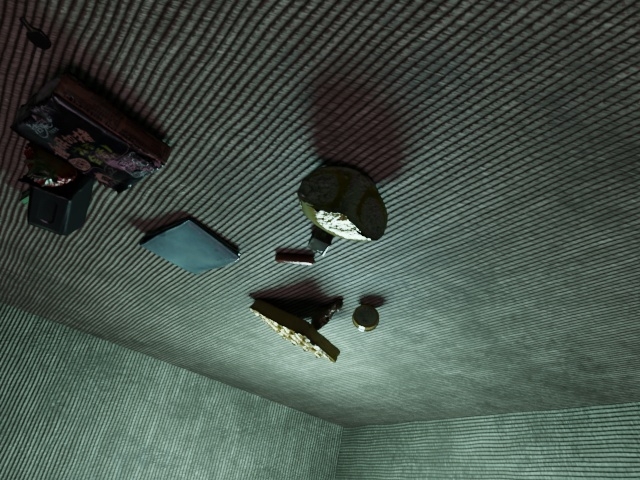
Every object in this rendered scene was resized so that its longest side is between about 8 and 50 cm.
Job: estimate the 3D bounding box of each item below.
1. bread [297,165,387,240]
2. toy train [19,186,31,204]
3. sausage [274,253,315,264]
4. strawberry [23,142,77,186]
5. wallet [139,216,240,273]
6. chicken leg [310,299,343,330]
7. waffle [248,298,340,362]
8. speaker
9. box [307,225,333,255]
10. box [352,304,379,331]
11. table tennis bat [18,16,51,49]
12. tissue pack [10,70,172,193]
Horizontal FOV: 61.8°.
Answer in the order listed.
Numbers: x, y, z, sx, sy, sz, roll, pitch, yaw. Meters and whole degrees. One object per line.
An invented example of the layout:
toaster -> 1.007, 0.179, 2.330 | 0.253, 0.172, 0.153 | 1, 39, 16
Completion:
bread -> 0.047, -0.098, 1.406 | 0.156, 0.158, 0.260 | -3, 149, 44
toy train -> -0.981, -0.147, 1.816 | 0.093, 0.038, 0.056 | -15, 146, 38
sausage -> -0.088, 0.065, 1.835 | 0.147, 0.030, 0.035 | 3, 149, 17
strawberry -> -0.728, -0.211, 1.429 | 0.085, 0.192, 0.140 | -38, 161, 23
wallet -> -0.464, 0.028, 1.896 | 0.290, 0.054, 0.251 | -17, 140, 38
chicken leg -> 0.025, 0.287, 2.129 | 0.069, 0.085, 0.198 | 43, 130, -3
waffle -> -0.106, 0.376, 2.216 | 0.348, 0.077, 0.304 | 19, 158, 40
speaker -> -0.815, -0.120, 1.625 | 0.180, 0.184, 0.388 | 23, 143, -17
box -> 0.000, 0.000, 1.667 | 0.063, 0.060, 0.085 | 21, 150, -5
box -> 0.175, 0.298, 2.056 | 0.105, 0.105, 0.037 | 11, 144, 3
table tennis bat -> -0.635, -0.458, 1.185 | 0.050, 0.007, 0.083 | 2, 150, 19
tissue pack -> -0.580, -0.271, 1.375 | 0.245, 0.123, 0.332 | -18, 141, 34
